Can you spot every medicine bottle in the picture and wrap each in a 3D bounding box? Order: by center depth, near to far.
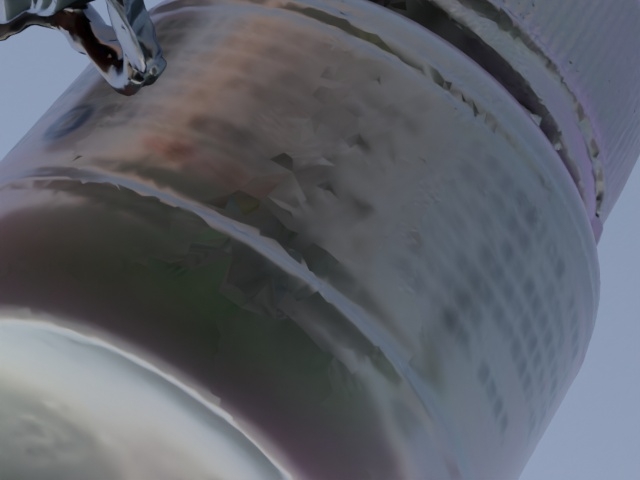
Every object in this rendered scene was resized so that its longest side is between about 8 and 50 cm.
[{"bbox_3d":[0.000,0.000,0.741,0.241,0.302,0.241,21,-40,19],"label":"medicine bottle"}]

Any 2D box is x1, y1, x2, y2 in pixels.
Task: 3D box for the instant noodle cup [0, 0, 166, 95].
[{"bbox_3d":[-0.197,-0.132,0.489,0.181,0.258,0.302,-32,-94,-12],"label":"instant noodle cup"}]
